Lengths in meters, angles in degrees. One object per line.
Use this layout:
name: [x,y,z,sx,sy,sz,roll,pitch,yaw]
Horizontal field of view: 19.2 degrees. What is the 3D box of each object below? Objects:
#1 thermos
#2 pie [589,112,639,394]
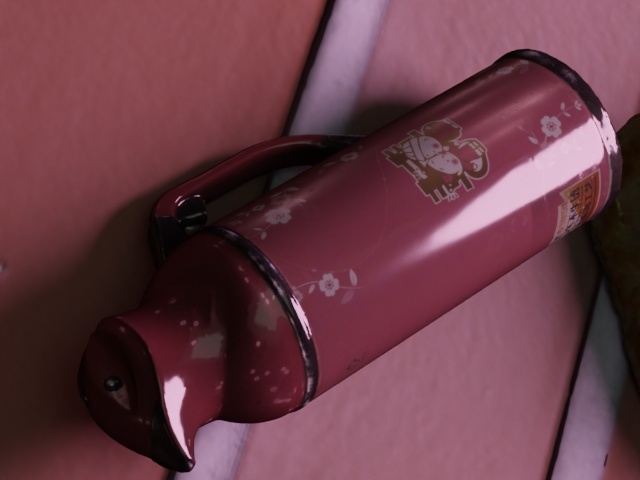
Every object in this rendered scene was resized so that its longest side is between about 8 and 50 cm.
thermos: [0.005,0.000,1.023,0.330,0.109,0.136,-31,91,-29]
pie: [0.271,0.025,1.115,0.090,0.201,0.248,-7,78,-54]
